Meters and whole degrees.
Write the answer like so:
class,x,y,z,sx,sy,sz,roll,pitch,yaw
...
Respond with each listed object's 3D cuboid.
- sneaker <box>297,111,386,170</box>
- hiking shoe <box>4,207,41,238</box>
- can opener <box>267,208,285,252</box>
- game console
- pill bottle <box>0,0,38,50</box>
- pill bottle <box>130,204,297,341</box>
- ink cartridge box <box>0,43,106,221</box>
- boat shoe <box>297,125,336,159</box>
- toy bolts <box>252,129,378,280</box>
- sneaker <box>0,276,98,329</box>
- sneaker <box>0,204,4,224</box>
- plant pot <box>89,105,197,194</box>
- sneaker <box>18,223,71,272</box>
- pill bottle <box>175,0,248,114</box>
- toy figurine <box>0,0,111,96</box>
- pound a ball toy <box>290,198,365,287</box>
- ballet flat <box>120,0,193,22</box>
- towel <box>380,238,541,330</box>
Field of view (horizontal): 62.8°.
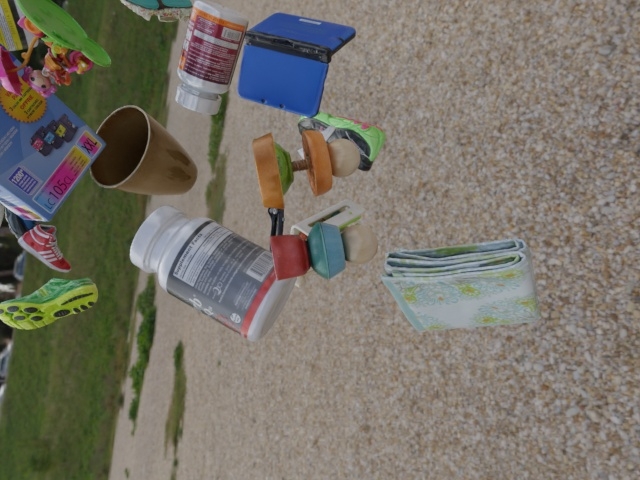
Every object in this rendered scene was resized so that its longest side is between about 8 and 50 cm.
class,x,y,z,sx,sy,sz,roll,pitch,yaw
sneaker,0.048,-0.379,2.027,0.483,0.185,0.202,31,110,54
hiking shoe,-0.770,-0.148,1.444,0.113,0.132,0.304,77,-165,-76
can opener,-0.147,-0.048,1.802,0.059,0.073,0.186,1,88,36
game console,-0.074,-0.521,1.535,0.250,0.293,0.173,-50,-29,-35
pill bottle,-0.963,-0.592,1.405,0.188,0.334,0.188,45,145,44
pill bottle,-0.256,0.071,1.273,0.210,0.363,0.210,-60,-8,-14
ink cartridge box,-0.754,-0.264,1.234,0.151,0.395,0.270,-1,55,38
boat shoe,-0.016,-0.360,1.884,0.184,0.063,0.066,-38,11,46
toy bolts,-0.001,-0.054,0.752,0.218,0.158,0.228,-165,65,-85
sneaker,-0.856,0.192,1.656,0.123,0.295,0.109,-126,27,-53
sneaker,-1.054,-0.168,1.639,0.366,0.135,0.150,-62,33,30
plant pot,-0.487,-0.228,1.524,0.237,0.254,0.237,-8,74,28
sneaker,-0.557,0.014,1.097,0.067,0.118,0.042,-41,35,5
pill bottle,-0.246,-0.402,1.160,0.221,0.121,0.121,-67,27,24
toy figurine,-0.492,-0.317,0.928,0.159,0.173,0.130,-40,38,19
pound a ball toy,0.000,0.000,1.853,0.136,0.319,0.208,33,135,32
ballet flat,-0.523,-0.739,1.679,0.077,0.241,0.091,-55,50,46
towel,0.343,0.122,1.250,0.320,0.374,0.090,-5,59,24
